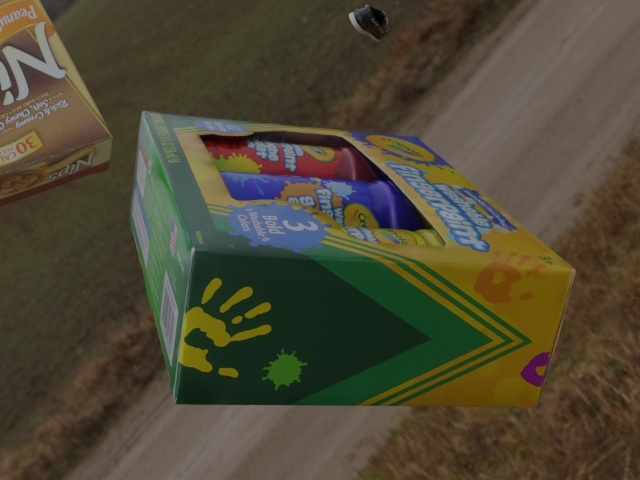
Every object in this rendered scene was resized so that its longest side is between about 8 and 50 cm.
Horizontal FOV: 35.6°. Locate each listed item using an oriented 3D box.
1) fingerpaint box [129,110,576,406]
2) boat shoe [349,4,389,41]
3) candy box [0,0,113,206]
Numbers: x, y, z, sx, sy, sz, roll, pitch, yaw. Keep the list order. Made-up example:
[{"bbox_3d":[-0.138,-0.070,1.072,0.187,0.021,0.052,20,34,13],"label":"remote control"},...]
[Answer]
[{"bbox_3d":[0.000,0.000,1.099,0.445,0.371,0.163,-123,40,-63],"label":"fingerpaint box"},{"bbox_3d":[0.086,-0.347,1.574,0.038,0.046,0.125,-27,-11,24],"label":"boat shoe"},{"bbox_3d":[-0.402,-0.202,1.203,0.183,0.316,0.087,-23,-18,-24],"label":"candy box"}]
